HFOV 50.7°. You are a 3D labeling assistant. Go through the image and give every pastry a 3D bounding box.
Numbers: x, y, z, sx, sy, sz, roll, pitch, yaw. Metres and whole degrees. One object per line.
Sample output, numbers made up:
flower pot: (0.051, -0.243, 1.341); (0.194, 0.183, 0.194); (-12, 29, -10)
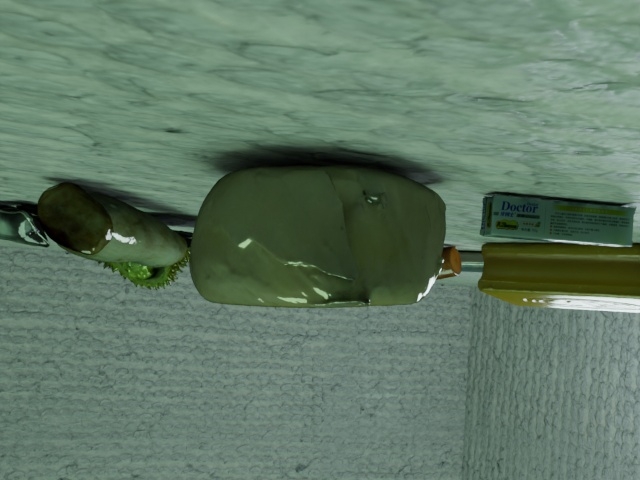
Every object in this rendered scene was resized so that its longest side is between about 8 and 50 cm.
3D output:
pastry: (-0.001, 0.000, 0.666); (0.265, 0.133, 0.265); (3, 176, 0)

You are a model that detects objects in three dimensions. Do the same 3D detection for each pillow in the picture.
pillow: (-0.530, -0.027, 1.148); (0.136, 0.055, 0.091); (9, 170, 17)

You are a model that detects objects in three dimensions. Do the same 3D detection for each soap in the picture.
soap: (0.475, 0.069, 1.220); (0.324, 0.096, 0.204); (0, 167, 41)

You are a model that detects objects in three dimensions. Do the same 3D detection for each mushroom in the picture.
mushroom: (-0.290, -0.013, 0.976); (0.087, 0.107, 0.333); (-40, 170, 5)

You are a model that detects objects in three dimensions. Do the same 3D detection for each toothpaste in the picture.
toothpaste: (0.257, -0.021, 0.726); (0.164, 0.046, 0.034); (4, 179, -8)

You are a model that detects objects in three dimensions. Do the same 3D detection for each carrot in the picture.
carrot: (0.193, 0.048, 1.403); (0.193, 0.087, 0.087); (-3, 172, 41)

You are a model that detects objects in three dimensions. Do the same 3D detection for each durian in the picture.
durian: (-0.440, 0.023, 1.710); (0.356, 0.157, 0.169); (0, 138, 35)

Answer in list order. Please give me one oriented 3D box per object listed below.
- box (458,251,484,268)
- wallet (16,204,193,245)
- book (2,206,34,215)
box: (0.379, 0.049, 1.500); (0.285, 0.044, 0.142); (1, 170, 26)
wallet: (-0.360, -0.021, 1.256); (0.323, 0.041, 0.247); (11, 176, 2)
book: (-0.637, -0.056, 1.245); (0.182, 0.014, 0.127); (4, 175, -1)
